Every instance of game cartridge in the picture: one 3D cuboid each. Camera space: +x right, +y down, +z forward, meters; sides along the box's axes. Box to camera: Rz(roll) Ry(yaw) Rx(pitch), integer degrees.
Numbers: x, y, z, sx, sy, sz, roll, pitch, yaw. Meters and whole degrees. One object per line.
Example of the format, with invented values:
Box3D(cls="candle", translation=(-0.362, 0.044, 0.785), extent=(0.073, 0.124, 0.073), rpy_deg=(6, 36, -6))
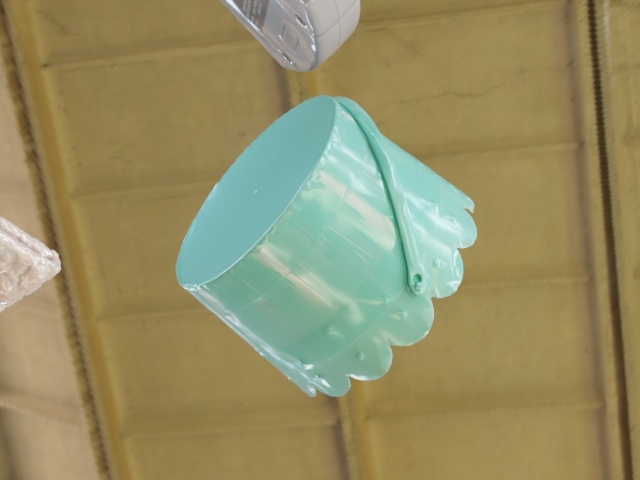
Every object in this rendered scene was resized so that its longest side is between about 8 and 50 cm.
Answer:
Box3D(cls="game cartridge", translation=(-0.053, -0.233, 1.003), extent=(0.198, 0.297, 0.062), rpy_deg=(43, -94, -4))

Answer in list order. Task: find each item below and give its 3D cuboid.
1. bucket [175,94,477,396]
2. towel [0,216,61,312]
Box3D(cls="bucket", translation=(0.000, 0.000, 1.208), extent=(0.183, 0.281, 0.281), rpy_deg=(39, -55, -22))
Box3D(cls="towel", translation=(-0.540, 0.042, 1.448), extent=(0.331, 0.053, 0.317), rpy_deg=(-31, -43, 18))
